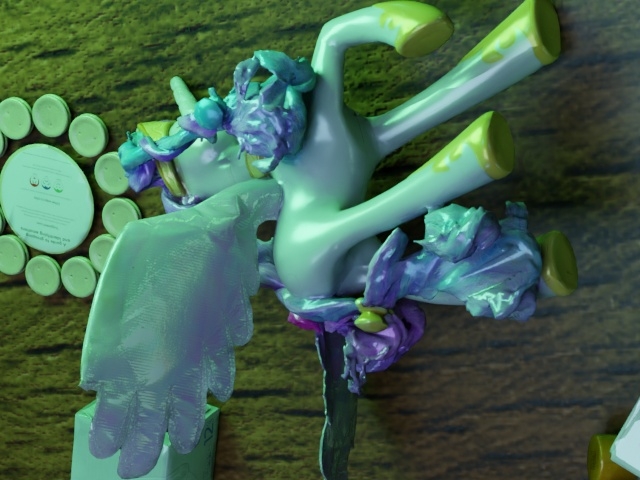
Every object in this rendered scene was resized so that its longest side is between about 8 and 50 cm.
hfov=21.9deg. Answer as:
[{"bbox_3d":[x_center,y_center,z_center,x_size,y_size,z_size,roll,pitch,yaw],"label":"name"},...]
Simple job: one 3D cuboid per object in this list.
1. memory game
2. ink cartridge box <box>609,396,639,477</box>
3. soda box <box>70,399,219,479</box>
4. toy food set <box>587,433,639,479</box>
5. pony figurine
[{"bbox_3d":[-0.234,-0.037,1.437,0.186,0.012,0.186,8,109,24],"label":"memory game"},{"bbox_3d":[0.326,0.136,1.144,0.203,0.086,0.148,32,101,16],"label":"ink cartridge box"},{"bbox_3d":[-0.161,0.274,1.450,0.098,0.091,0.286,16,112,22],"label":"soda box"},{"bbox_3d":[0.249,0.264,1.238,0.104,0.111,0.232,4,98,-6],"label":"toy food set"},{"bbox_3d":[0.000,0.000,1.211,0.363,0.303,0.351,-15,66,33],"label":"pony figurine"}]
